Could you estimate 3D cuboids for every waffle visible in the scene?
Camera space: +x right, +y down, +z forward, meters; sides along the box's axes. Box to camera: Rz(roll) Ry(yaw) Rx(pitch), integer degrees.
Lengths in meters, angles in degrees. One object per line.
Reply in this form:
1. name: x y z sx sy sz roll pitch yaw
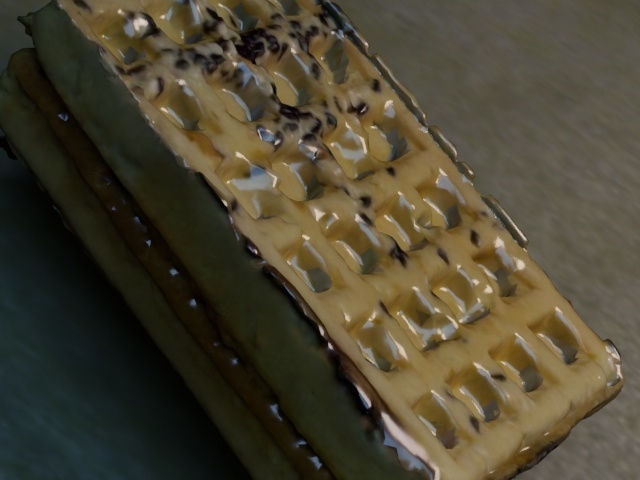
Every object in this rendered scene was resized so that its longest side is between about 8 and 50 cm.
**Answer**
1. waffle: 0.000 0.000 1.004 0.376 0.114 0.261 53 38 11

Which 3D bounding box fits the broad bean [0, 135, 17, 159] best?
1. broad bean: -0.087 0.042 1.034 0.318 0.056 0.098 41 50 3
